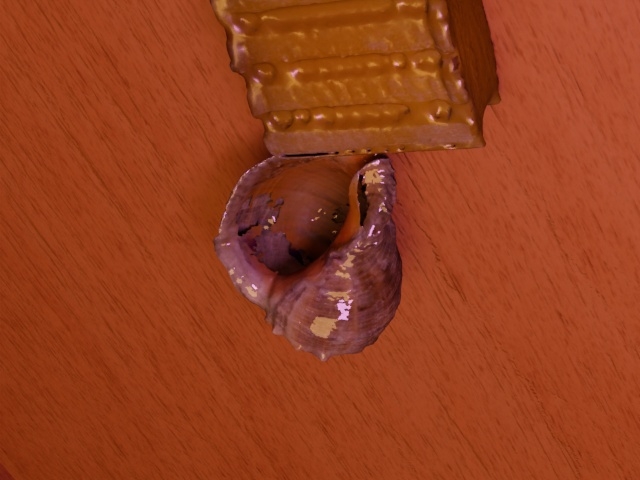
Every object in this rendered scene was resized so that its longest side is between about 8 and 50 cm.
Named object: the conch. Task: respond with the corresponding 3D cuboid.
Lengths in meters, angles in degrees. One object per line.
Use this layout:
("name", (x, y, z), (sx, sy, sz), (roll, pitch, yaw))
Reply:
("conch", (0.002, -0.002, 1.986), (0.297, 0.210, 0.352), (26, 102, 4))

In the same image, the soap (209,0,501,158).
("soap", (0.053, -0.260, 1.752), (0.335, 0.156, 0.293), (-3, 131, 27))
